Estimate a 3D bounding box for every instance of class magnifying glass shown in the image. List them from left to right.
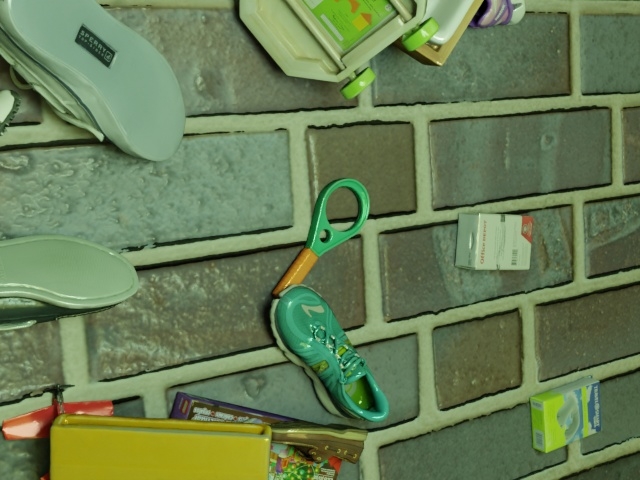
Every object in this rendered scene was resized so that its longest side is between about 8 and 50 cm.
[{"bbox_3d":[0.000,0.000,1.366,0.092,0.026,0.231,45,72,-28],"label":"magnifying glass"}]

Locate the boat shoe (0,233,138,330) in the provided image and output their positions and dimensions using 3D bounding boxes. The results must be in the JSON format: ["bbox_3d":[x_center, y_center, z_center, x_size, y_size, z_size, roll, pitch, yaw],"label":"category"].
[{"bbox_3d":[-0.383,0.058,1.090,0.302,0.091,0.114,7,47,-32],"label":"boat shoe"}]

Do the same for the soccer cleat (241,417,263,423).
[{"bbox_3d":[-0.113,0.375,1.235,0.095,0.083,0.248,-42,139,-70],"label":"soccer cleat"}]

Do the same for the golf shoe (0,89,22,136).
[{"bbox_3d":[-0.449,-0.131,1.034,0.198,0.077,0.094,-46,117,-21],"label":"golf shoe"}]

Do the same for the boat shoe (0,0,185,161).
[{"bbox_3d":[-0.315,-0.216,1.082,0.367,0.156,0.136,41,66,-59],"label":"boat shoe"}]

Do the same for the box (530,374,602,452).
[{"bbox_3d":[0.491,0.339,1.706,0.178,0.042,0.109,-12,102,-30],"label":"box"}]

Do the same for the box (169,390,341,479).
[{"bbox_3d":[-0.109,0.359,1.313,0.293,0.057,0.201,20,84,-33],"label":"box"}]

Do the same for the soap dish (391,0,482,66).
[{"bbox_3d":[0.152,-0.429,1.322,0.228,0.118,0.291,32,77,-1],"label":"soap dish"}]

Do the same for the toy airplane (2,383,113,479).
[{"bbox_3d":[-0.349,0.266,1.167,0.151,0.028,0.151,-3,97,-31],"label":"toy airplane"}]

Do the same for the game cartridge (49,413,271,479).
[{"bbox_3d":[-0.215,0.394,1.160,0.285,0.053,0.324,4,104,-3],"label":"game cartridge"}]

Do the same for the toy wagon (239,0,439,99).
[{"bbox_3d":[0.049,-0.369,1.189,0.267,0.344,0.068,49,29,-13],"label":"toy wagon"}]

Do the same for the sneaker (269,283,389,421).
[{"bbox_3d":[0.023,0.176,1.347,0.107,0.110,0.275,-45,117,-21],"label":"sneaker"}]

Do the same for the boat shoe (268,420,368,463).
[{"bbox_3d":[-0.003,0.306,1.305,0.177,0.064,0.060,14,82,-36],"label":"boat shoe"}]

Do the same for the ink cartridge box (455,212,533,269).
[{"bbox_3d":[0.309,0.001,1.545,0.135,0.056,0.099,2,93,-33],"label":"ink cartridge box"}]

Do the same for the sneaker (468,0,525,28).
[{"bbox_3d":[0.260,-0.458,1.450,0.104,0.095,0.237,-30,111,-19],"label":"sneaker"}]
